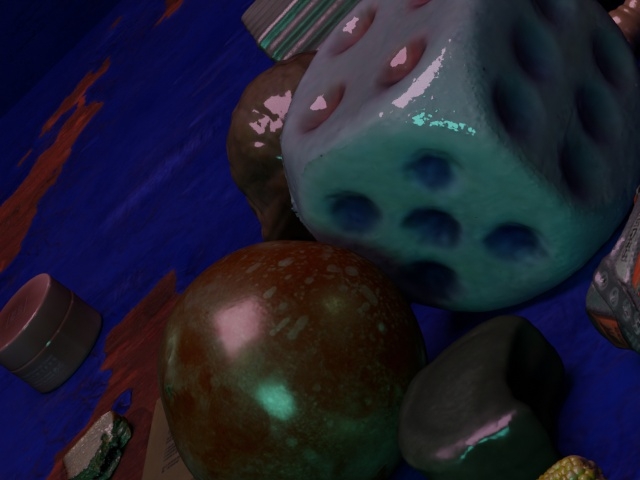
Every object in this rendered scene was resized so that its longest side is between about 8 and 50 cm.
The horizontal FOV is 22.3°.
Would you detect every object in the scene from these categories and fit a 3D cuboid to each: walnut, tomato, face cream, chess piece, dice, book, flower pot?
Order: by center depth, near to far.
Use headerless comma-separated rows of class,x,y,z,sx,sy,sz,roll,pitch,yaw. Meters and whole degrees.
tomato,-0.040,0.132,1.520,0.270,0.222,0.270,-8,80,57
dice,0.143,-0.109,1.579,0.262,0.264,0.268,-26,32,43
chess piece,0.337,-0.245,1.703,0.122,0.066,0.066,-55,23,1
walnut,0.015,-0.094,1.803,0.248,0.248,0.248,-39,25,23
book,-0.145,0.227,1.887,0.161,0.026,0.231,-37,27,26
flower pot,0.039,-0.269,2.075,0.189,0.239,0.209,-45,56,7
face cream,-0.408,0.136,2.394,0.149,0.104,0.149,-39,26,23

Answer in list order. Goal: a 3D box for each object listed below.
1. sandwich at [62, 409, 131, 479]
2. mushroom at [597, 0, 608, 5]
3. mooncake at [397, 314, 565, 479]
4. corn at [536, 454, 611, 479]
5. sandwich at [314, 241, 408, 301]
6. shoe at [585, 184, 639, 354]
sandwich,-0.280,0.267,2.055,0.105,0.035,0.093,-49,22,-3
mushroom,0.249,-0.260,1.857,0.223,0.081,0.092,-37,6,33
mooncake,0.150,0.149,1.383,0.168,0.104,0.175,-18,36,56
corn,0.160,0.237,1.264,0.165,0.063,0.085,-46,-7,8
sandwich,0.002,0.044,1.786,0.187,0.117,0.144,-42,27,19
shoe,0.276,0.051,1.288,0.171,0.132,0.336,-35,25,41
